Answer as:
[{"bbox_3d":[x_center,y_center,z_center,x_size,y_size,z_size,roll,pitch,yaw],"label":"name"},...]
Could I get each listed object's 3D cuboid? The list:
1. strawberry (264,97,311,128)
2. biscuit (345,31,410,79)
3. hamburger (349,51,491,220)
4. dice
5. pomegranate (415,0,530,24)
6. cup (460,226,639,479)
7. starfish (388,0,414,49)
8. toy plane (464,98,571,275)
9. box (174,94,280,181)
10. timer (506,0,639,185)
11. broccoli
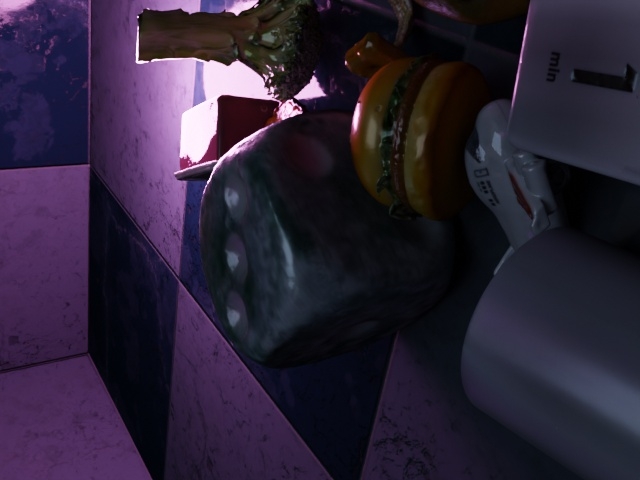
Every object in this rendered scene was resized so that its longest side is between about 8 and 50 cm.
[{"bbox_3d":[-0.048,-0.192,1.401,0.190,0.111,0.237,-43,32,36],"label":"strawberry"},{"bbox_3d":[0.104,-0.252,1.105,0.174,0.183,0.039,-13,51,56],"label":"biscuit"},{"bbox_3d":[0.137,-0.147,0.987,0.169,0.246,0.246,16,113,29],"label":"hamburger"},{"bbox_3d":[0.000,0.000,1.163,0.328,0.330,0.348,-51,54,50],"label":"dice"},{"bbox_3d":[0.221,-0.403,0.755,0.323,0.290,0.291,-30,72,53],"label":"pomegranate"},{"bbox_3d":[0.354,0.155,0.727,0.371,0.253,0.254,31,122,48],"label":"cup"},{"bbox_3d":[0.015,-0.468,1.094,0.132,0.384,0.398,-45,81,9],"label":"starfish"},{"bbox_3d":[0.262,-0.064,0.904,0.252,0.118,0.252,-18,-90,-84],"label":"toy plane"},{"bbox_3d":[-0.208,-0.228,1.573,0.294,0.193,0.168,-2,87,58],"label":"box"},{"bbox_3d":[0.343,-0.175,0.718,0.195,0.192,0.195,30,122,51],"label":"timer"},{"bbox_3d":[-0.169,-0.364,1.309,0.221,0.361,0.252,-135,25,-81],"label":"broccoli"}]
